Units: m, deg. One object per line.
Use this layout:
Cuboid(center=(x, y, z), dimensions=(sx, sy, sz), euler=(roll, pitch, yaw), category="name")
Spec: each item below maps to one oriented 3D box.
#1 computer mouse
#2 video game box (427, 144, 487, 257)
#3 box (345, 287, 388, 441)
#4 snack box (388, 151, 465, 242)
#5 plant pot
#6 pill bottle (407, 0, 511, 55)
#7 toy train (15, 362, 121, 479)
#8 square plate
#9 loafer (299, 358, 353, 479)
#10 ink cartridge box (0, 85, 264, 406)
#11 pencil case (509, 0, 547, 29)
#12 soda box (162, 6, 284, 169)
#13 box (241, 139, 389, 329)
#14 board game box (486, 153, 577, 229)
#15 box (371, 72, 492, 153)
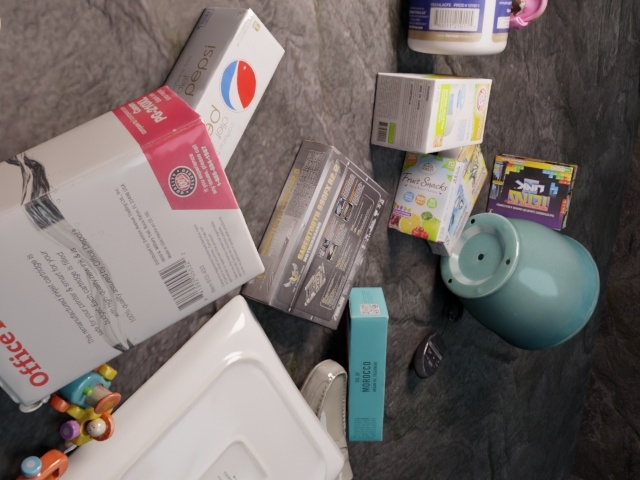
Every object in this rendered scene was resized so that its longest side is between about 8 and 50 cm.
Cuboid(center=(0.257, 0.196, 1.346), dimensions=(0.071, 0.041, 0.242), euler=(55, 53, -29), category="computer mouse")
Cuboid(center=(0.254, -0.094, 1.191), dimensions=(0.205, 0.048, 0.187), euler=(-63, 151, -13), category="video game box")
Cuboid(center=(0.075, 0.208, 1.035), dimensions=(0.100, 0.060, 0.244), euler=(-92, -178, -66), category="box")
Cuboid(center=(0.181, -0.076, 1.063), dimensions=(0.037, 0.100, 0.141), euler=(5, 101, -54), category="snack box")
Cuboid(center=(0.395, 0.068, 1.296), dimensions=(0.255, 0.271, 0.272), euler=(26, 83, -37), category="plant pot")
Cuboid(center=(0.214, -0.418, 0.917), dimensions=(0.153, 0.153, 0.265), euler=(-23, 123, -47), category="pill bottle")
Cuboid(center=(-0.247, 0.192, 0.607), dimensions=(0.125, 0.046, 0.166), euler=(-37, 153, -53), category="toy train")
Cuboid(center=(-0.125, 0.308, 0.779), dimensions=(0.344, 0.049, 0.347), euler=(-45, 120, -32), category="square plate")
Cuboid(center=(0.007, 0.351, 0.998), dimensions=(0.112, 0.111, 0.319), euler=(-11, 113, -51), category="loafer")
Cuboid(center=(-0.191, 0.003, 0.528), dimensions=(0.237, 0.100, 0.172), euler=(-30, 131, -15), category="ink cartridge box")
Cuboid(center=(0.408, -0.531, 1.134), dimensions=(0.386, 0.167, 0.160), euler=(-45, 172, -33), category="pencil case")
Cuboid(center=(-0.124, -0.136, 0.652), dimensions=(0.074, 0.069, 0.216), euler=(39, 73, -53), category="soda box")
Cuboid(center=(0.000, 0.000, 0.889), dimensions=(0.183, 0.056, 0.231), euler=(29, 80, -54), category="box")
Cuboid(center=(0.468, -0.111, 1.377), dimensions=(0.048, 0.170, 0.141), euler=(-18, 118, -54), category="board game box")
Cuboid(center=(0.184, -0.213, 1.007), dimensions=(0.203, 0.103, 0.114), euler=(-17, 118, -50), category="box")
